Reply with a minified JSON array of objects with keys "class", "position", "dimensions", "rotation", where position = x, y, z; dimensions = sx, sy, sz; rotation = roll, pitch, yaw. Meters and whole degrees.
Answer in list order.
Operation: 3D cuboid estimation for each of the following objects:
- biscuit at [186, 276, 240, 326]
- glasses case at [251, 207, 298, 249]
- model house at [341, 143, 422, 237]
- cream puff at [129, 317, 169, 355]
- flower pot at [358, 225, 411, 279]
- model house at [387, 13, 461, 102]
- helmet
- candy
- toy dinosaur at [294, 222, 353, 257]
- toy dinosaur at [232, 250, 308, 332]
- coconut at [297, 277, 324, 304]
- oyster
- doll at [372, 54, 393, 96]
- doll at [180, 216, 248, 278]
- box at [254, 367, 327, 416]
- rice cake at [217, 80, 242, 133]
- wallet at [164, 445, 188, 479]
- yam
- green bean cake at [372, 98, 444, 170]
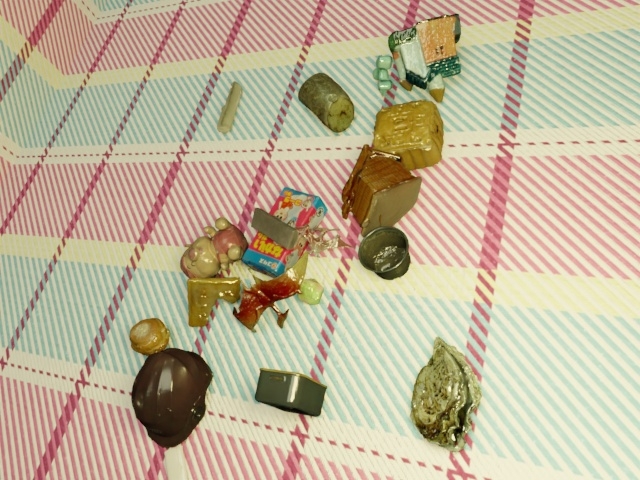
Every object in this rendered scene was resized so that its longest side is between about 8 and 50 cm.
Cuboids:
[{"class":"biscuit","position":[-0.356,0.202,1.843],"dimensions":[0.184,0.174,0.039],"rotation":[-4,13,-9]},{"class":"glasses case","position":[-0.149,-0.041,1.786],"dimensions":[0.191,0.042,0.072],"rotation":[30,119,35]},{"class":"model house","position":[0.171,-0.166,1.758],"dimensions":[0.220,0.199,0.229],"rotation":[-13,49,-23]},{"class":"cream puff","position":[-0.575,0.331,1.864],"dimensions":[0.144,0.103,0.126],"rotation":[12,55,30]},{"class":"flower pot","position":[0.205,0.048,1.661],"dimensions":[0.158,0.107,0.157],"rotation":[-14,56,21]},{"class":"model house","position":[0.386,-0.623,1.961],"dimensions":[0.253,0.184,0.291],"rotation":[-11,86,8]},{"class":"helmet","position":[-0.477,0.469,1.692],"dimensions":[0.225,0.177,0.305],"rotation":[0,61,23]},{"class":"candy","position":[-0.119,-0.022,1.861],"dimensions":[0.157,0.100,0.305],"rotation":[19,70,31]},{"class":"toy dinosaur","position":[0.000,0.000,1.781],"dimensions":[0.220,0.032,0.108],"rotation":[18,78,-6]},{"class":"toy dinosaur","position":[-0.161,0.158,1.727],"dimensions":[0.207,0.113,0.327],"rotation":[24,116,4]},{"class":"coconut","position":[-0.033,0.157,1.725],"dimensions":[0.083,0.082,0.081],"rotation":[-7,62,49]},{"class":"oyster","position":[0.328,0.390,1.412],"dimensions":[0.198,0.112,0.267],"rotation":[5,70,51]},{"class":"doll","position":[0.228,-0.616,2.025],"dimensions":[0.059,0.158,0.159],"rotation":[-3,88,-3]},{"class":"doll","position":[-0.377,0.049,1.898],"dimensions":[0.256,0.152,0.196],"rotation":[-32,38,19]},{"class":"box","position":[-0.081,0.422,1.518],"dimensions":[0.145,0.201,0.090],"rotation":[2,67,25]},{"class":"rice cake","position":[-0.386,-0.564,2.332],"dimensions":[0.052,0.057,0.256],"rotation":[-2,61,23]},{"class":"wallet","position":[-0.429,0.679,1.637],"dimensions":[0.061,0.025,0.122],"rotation":[-25,54,2]},{"class":"yam","position":[0.022,-0.529,2.068],"dimensions":[0.154,0.154,0.254],"rotation":[-37,50,1]},{"class":"green bean cake","position":[0.289,-0.350,1.841],"dimensions":[0.230,0.131,0.224],"rotation":[-5,59,22]}]
